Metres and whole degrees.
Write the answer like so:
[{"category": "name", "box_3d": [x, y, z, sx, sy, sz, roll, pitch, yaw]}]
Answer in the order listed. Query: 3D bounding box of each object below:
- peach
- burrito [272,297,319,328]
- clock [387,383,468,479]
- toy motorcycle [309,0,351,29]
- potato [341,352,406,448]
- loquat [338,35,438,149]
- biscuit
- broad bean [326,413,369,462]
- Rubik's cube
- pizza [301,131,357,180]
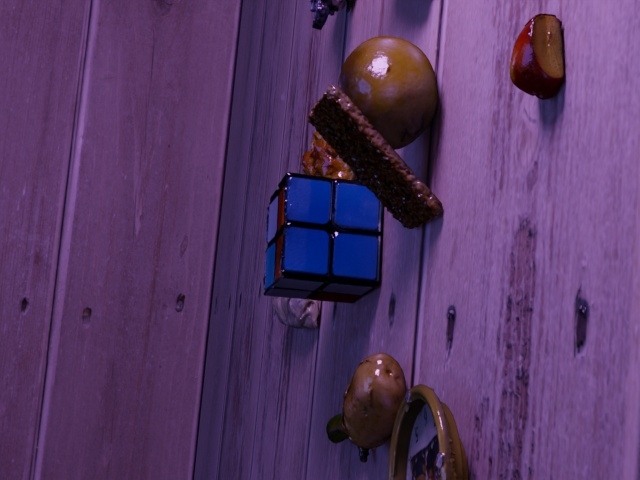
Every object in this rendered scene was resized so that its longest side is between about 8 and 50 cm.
[{"category": "peach", "box_3d": [0.228, -0.196, 1.010, 0.077, 0.050, 0.083, -111, 34, -61]}, {"category": "burrito", "box_3d": [-0.056, 0.142, 2.012, 0.275, 0.059, 0.082, 170, 92, -76]}, {"category": "clock", "box_3d": [0.134, 0.292, 1.151, 0.237, 0.057, 0.237, -174, 90, -79]}, {"category": "toy motorcycle", "box_3d": [0.029, -0.547, 1.882, 0.239, 0.108, 0.204, -98, 19, -46]}, {"category": "potato", "box_3d": [0.075, 0.233, 1.379, 0.170, 0.080, 0.107, 114, 145, -48]}, {"category": "loquat", "box_3d": [0.095, -0.218, 1.377, 0.152, 0.152, 0.195, 109, 151, -41]}, {"category": "biscuit", "box_3d": [0.071, -0.111, 1.337, 0.025, 0.231, 0.131, -43, 2, -18]}, {"category": "broad bean", "box_3d": [0.044, 0.306, 1.543, 0.195, 0.046, 0.061, -174, 93, -75]}, {"category": "Rubik's cube", "box_3d": [0.001, 0.000, 1.608, 0.180, 0.167, 0.183, 131, 144, -70]}, {"category": "pizza", "box_3d": [0.019, -0.144, 1.790, 0.335, 0.086, 0.226, 116, 158, -50]}]
